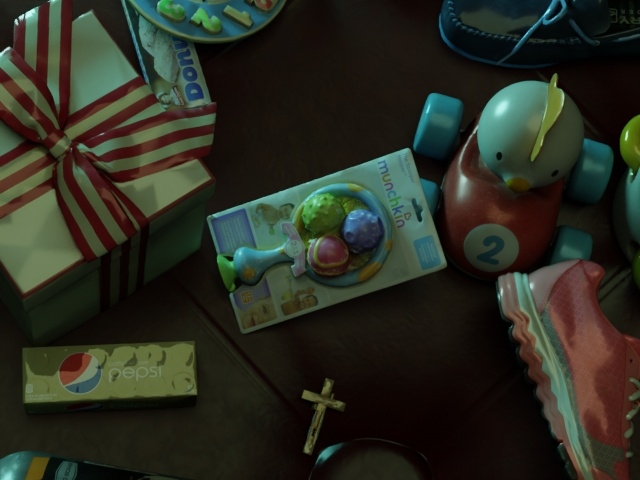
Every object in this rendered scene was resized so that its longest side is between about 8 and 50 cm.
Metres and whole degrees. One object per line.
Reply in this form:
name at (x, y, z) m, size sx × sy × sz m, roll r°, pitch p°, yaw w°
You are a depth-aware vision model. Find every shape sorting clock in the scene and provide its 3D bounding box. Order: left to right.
shape sorting clock at (-0.133, -0.318, 1.792) m, size 0.206 × 0.040 × 0.206 m, roll 6°, pitch 67°, yaw -15°

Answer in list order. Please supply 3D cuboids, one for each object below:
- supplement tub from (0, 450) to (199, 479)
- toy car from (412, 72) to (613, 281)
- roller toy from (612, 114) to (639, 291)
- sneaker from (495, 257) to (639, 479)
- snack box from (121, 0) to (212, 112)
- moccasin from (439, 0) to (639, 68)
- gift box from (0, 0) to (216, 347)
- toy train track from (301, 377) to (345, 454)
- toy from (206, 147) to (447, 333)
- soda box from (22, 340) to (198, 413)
supplement tub at (-0.215, 0.313, 1.505) m, size 0.316 × 0.193 × 0.194 m, roll 10°, pitch 71°, yaw -3°
toy car at (0.212, -0.081, 1.666) m, size 0.219 × 0.238 × 0.210 m, roll 18°, pitch 70°, yaw -1°
roller toy at (0.432, -0.043, 1.729) m, size 0.191 × 0.146 × 0.209 m, roll -6°, pitch 72°, yaw -9°
sneaker at (0.294, 0.162, 1.634) m, size 0.136 × 0.116 × 0.314 m, roll -22°, pitch 82°, yaw 4°
snack box at (-0.179, -0.225, 1.780) m, size 0.064 × 0.022 × 0.178 m, roll -14°, pitch 73°, yaw -14°
moccasin at (0.310, -0.282, 1.809) m, size 0.341 × 0.117 × 0.138 m, roll -5°, pitch 72°, yaw -9°
gift box at (-0.254, -0.077, 1.597) m, size 0.276 × 0.258 × 0.255 m, roll -38°, pitch 80°, yaw -16°
toy train track at (-0.003, 0.189, 1.669) m, size 0.048 × 0.014 × 0.083 m, roll 20°, pitch 76°, yaw -8°
toy at (0.000, 0.000, 1.663) m, size 0.237 × 0.056 × 0.137 m, roll -19°, pitch 82°, yaw 13°
soda box at (-0.219, 0.144, 1.633) m, size 0.181 × 0.058 × 0.061 m, roll -2°, pitch 72°, yaw -7°
